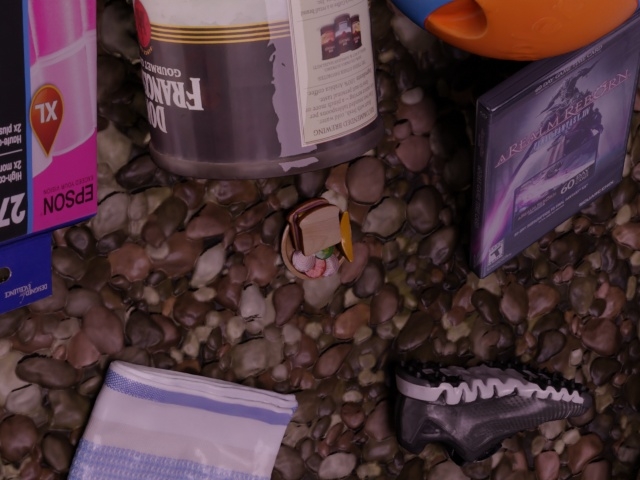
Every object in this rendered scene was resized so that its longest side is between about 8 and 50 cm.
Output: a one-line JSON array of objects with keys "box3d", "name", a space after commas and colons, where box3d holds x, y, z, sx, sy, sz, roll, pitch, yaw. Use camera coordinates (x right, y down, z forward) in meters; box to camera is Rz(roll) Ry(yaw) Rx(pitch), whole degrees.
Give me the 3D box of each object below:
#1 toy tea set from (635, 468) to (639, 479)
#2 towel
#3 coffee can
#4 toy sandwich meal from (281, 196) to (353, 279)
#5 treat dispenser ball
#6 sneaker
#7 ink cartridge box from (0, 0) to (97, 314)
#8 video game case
[{"box3d": [0.453, 0.182, 1.823, 0.124, 0.200, 0.336, 3, 98, -23], "name": "toy tea set"}, {"box3d": [-0.149, 0.259, 1.580, 0.209, 0.034, 0.285, 16, 96, -33], "name": "towel"}, {"box3d": [-0.058, -0.211, 1.389, 0.202, 0.201, 0.275, -16, 112, -26], "name": "coffee can"}, {"box3d": [0.000, 0.000, 1.591, 0.086, 0.029, 0.085, -10, 109, -28], "name": "toy sandwich meal"}, {"box3d": [0.172, -0.300, 1.448, 0.288, 0.288, 0.288, -10, 109, -29], "name": "treat dispenser ball"}, {"box3d": [0.171, 0.181, 1.725, 0.234, 0.078, 0.106, 4, 105, -28], "name": "sneaker"}, {"box3d": [-0.257, -0.105, 1.346, 0.176, 0.069, 0.370, -23, 121, -55], "name": "ink cartridge box"}, {"box3d": [0.227, -0.093, 1.621, 0.196, 0.026, 0.274, -34, 151, -18], "name": "video game case"}]
